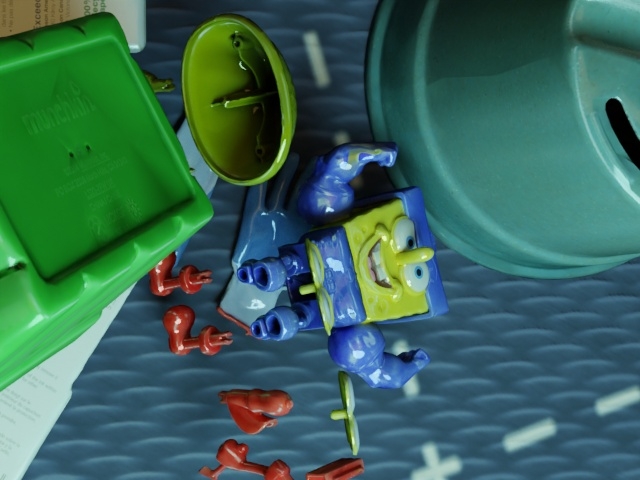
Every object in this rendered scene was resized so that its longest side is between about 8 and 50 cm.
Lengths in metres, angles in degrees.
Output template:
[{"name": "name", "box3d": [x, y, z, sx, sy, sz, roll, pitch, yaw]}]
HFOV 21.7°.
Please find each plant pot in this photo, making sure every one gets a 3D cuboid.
[{"name": "plant pot", "box3d": [0.242, -0.128, 1.281, 0.341, 0.334, 0.341, -1, 93, -15]}]

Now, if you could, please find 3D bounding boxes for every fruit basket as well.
[{"name": "fruit basket", "box3d": [-0.292, 0.028, 1.121, 0.392, 0.392, 0.283, -28, 95, -12]}]

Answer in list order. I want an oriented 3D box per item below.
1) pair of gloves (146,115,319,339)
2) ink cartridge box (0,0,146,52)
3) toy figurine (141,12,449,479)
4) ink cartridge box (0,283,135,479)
[{"name": "pair of gloves", "box3d": [-0.079, -0.022, 1.359, 0.198, 0.023, 0.159, 30, 84, -15]}, {"name": "ink cartridge box", "box3d": [-0.298, -0.306, 1.266, 0.330, 0.071, 0.324, 0, 92, -12]}, {"name": "toy figurine", "box3d": [0.000, 0.000, 1.329, 0.217, 0.191, 0.362, -16, 91, -44]}, {"name": "ink cartridge box", "box3d": [-0.311, 0.049, 1.282, 0.275, 0.060, 0.239, 34, 76, -13]}]
